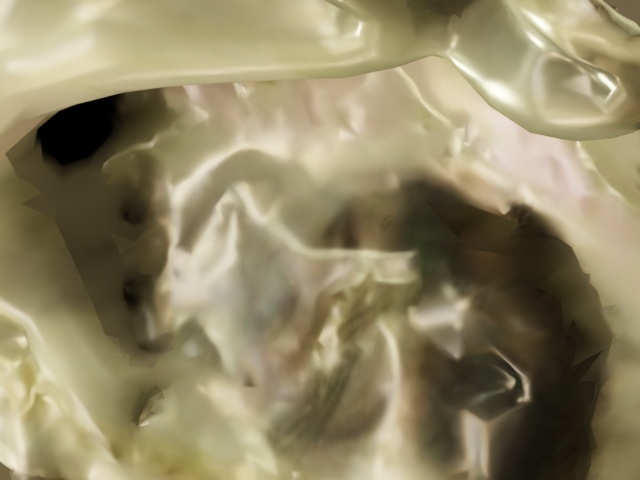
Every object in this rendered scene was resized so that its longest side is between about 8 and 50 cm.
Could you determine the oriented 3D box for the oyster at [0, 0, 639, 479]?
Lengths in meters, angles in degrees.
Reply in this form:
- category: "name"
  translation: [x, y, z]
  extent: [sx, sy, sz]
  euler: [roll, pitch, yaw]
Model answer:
- category: "oyster"
  translation: [0.001, -0.001, 0.456]
  extent: [0.115, 0.351, 0.238]
  euler: [-47, -41, -44]
